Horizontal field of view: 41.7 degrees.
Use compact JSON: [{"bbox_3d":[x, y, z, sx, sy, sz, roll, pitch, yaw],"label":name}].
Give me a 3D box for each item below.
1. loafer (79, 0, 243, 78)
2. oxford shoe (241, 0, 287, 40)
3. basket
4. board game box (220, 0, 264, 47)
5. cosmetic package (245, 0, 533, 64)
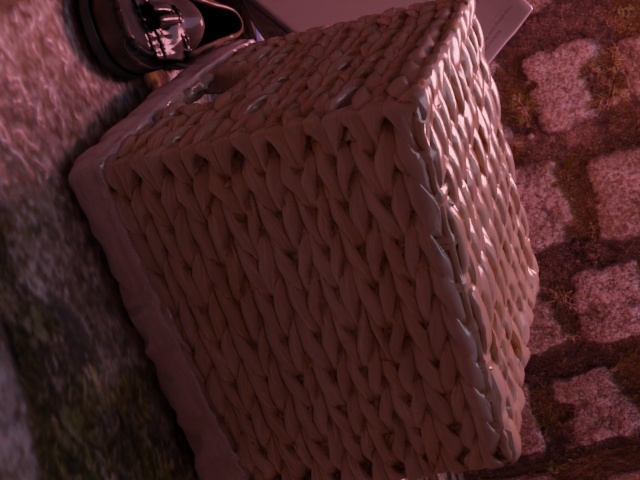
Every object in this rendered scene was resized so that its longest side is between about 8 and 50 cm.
[{"bbox_3d":[-0.140,-0.209,0.787,0.267,0.084,0.096,-61,136,-76],"label":"loafer"},{"bbox_3d":[-0.074,-0.448,1.198,0.449,0.169,0.130,64,-2,-1],"label":"oxford shoe"},{"bbox_3d":[0.023,-0.002,0.726,0.328,0.266,0.331,-61,137,-57],"label":"basket"},{"bbox_3d":[-0.084,-0.252,1.238,0.201,0.035,0.136,53,24,-48],"label":"board game box"},{"bbox_3d":[0.046,-0.331,1.074,0.385,0.217,0.156,39,6,-10],"label":"cosmetic package"}]
